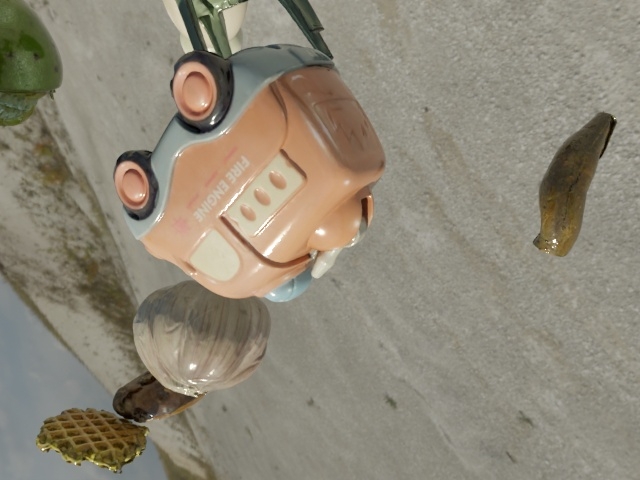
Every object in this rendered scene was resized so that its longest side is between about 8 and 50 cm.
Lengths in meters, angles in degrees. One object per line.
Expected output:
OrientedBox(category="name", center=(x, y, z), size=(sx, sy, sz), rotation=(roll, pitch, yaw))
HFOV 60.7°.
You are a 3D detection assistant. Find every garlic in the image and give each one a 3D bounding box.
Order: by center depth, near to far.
OrientedBox(category="garlic", center=(-0.277, 0.229, 1.274), size=(0.317, 0.317, 0.260), rotation=(115, 171, -65))

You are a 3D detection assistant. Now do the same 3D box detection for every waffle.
OrientedBox(category="waffle", center=(-0.548, 0.476, 1.334), size=(0.245, 0.254, 0.052), rotation=(-50, -24, -86))

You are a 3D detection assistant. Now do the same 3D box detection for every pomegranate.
OrientedBox(category="pomegranate", center=(-0.599, -0.312, 0.917), size=(0.340, 0.260, 0.261), rotation=(-43, -66, -70))

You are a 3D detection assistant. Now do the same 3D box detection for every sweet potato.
OrientedBox(category="sweet potato", center=(0.464, -0.111, 1.013), size=(0.085, 0.112, 0.286), rotation=(15, 83, 50))

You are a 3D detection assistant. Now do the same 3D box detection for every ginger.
OrientedBox(category="ginger", center=(-0.381, 0.379, 1.461), size=(0.165, 0.321, 0.173), rotation=(4, 129, 57))

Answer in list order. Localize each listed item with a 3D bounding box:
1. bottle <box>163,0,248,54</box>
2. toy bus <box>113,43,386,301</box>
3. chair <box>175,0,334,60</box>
OrientedBox(category="bottle", center=(-0.199, -0.399, 0.971), size=(0.148, 0.147, 0.237), rotation=(61, 165, 18))
OrientedBox(category="toy bus", center=(-0.061, -0.060, 0.596), size=(0.232, 0.194, 0.288), rotation=(48, 121, 7))
OrientedBox(category="chair", center=(-0.094, -0.346, 0.699), size=(0.203, 0.190, 0.275), rotation=(-37, -77, -84))
